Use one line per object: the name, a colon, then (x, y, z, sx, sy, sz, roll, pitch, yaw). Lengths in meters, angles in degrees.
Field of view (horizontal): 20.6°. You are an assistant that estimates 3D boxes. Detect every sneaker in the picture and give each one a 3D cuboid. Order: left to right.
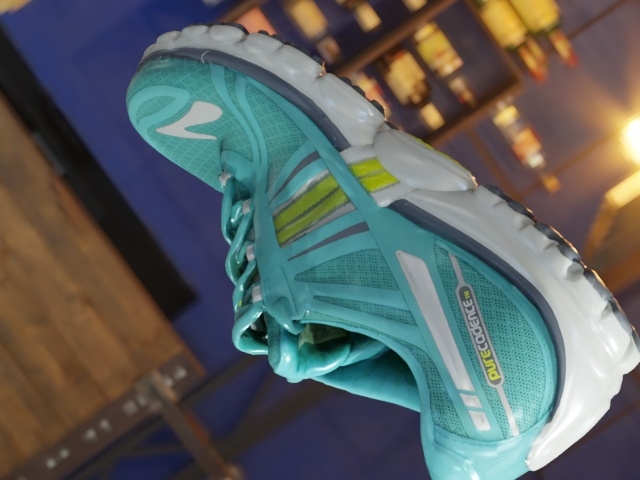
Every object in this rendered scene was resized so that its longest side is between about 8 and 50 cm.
sneaker: (0.000, 0.000, 0.712, 0.110, 0.107, 0.275, -46, -128, -8)
